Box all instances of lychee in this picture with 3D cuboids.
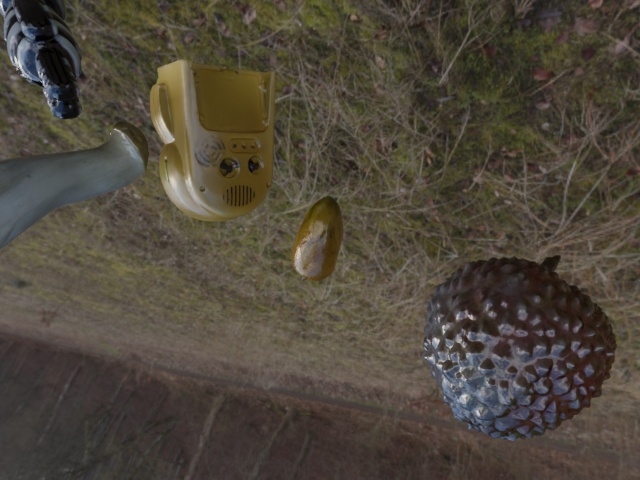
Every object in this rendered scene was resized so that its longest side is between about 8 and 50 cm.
[{"bbox_3d":[0.181,0.084,0.396,0.165,0.198,0.165,26,164,8],"label":"lychee"}]

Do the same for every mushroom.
[{"bbox_3d":[-0.420,-0.087,0.685,0.159,0.328,0.122,38,143,17],"label":"mushroom"}]

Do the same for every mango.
[{"bbox_3d":[-0.003,0.005,0.771,0.089,0.115,0.165,23,139,8],"label":"mango"}]

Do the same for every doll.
[{"bbox_3d":[-0.279,-0.222,0.408,0.067,0.220,0.091,-23,171,-28],"label":"doll"}]

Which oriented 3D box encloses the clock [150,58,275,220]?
[{"bbox_3d":[-0.217,-0.198,0.899,0.244,0.318,0.200,-8,-172,-35],"label":"clock"}]
